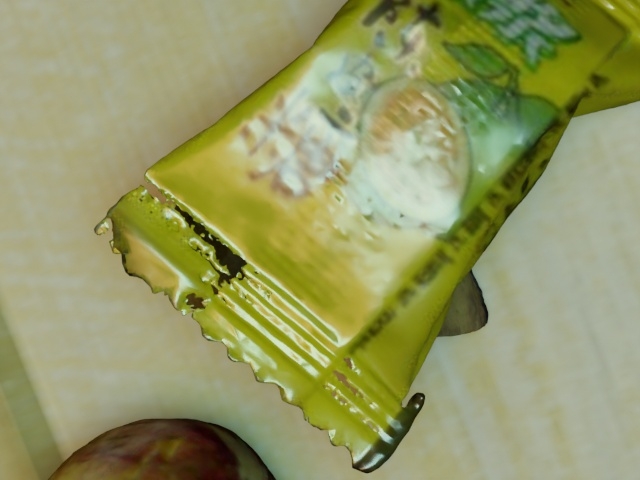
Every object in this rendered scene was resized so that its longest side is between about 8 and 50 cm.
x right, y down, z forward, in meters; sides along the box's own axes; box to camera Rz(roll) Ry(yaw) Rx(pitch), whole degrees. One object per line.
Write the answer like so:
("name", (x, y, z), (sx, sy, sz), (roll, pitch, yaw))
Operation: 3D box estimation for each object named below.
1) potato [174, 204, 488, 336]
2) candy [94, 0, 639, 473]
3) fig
("potato", (0.000, 0.000, 0.988), (0.172, 0.089, 0.100), (9, 97, 11))
("candy", (0.054, -0.052, 0.945), (0.187, 0.081, 0.297), (41, 77, -2))
("fig", (-0.121, 0.177, 1.013), (0.231, 0.143, 0.160), (-6, 65, 19))
